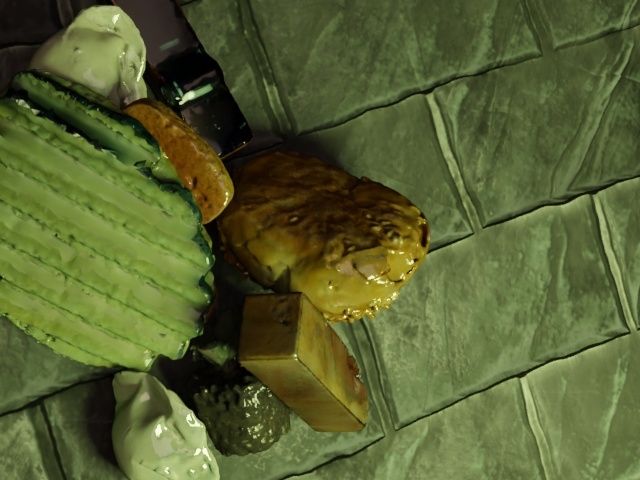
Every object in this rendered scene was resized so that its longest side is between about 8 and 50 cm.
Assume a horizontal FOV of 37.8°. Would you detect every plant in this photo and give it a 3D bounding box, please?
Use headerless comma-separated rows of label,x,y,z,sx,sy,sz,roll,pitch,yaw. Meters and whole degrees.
plant,-0.120,0.199,1.336,0.131,0.142,0.203,-40,126,-49

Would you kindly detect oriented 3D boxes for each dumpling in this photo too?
dumpling,-0.325,-0.203,1.285,0.162,0.132,0.250,29,91,-24
dumpling,-0.212,0.280,1.306,0.124,0.151,0.229,-39,108,-52

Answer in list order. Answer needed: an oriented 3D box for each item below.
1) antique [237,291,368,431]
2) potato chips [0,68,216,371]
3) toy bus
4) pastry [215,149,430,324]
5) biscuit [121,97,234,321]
antique,-0.015,0.179,1.299,0.087,0.310,0.093,-5,60,20
potato chips,-0.326,-0.010,1.239,0.429,0.070,0.358,30,108,-6
toy bus,-0.237,-0.300,1.343,0.093,0.092,0.409,-33,99,-20
pastry,0.000,0.000,1.336,0.255,0.310,0.162,-40,147,-45
biscuit,-0.214,-0.030,1.278,0.262,0.052,0.277,38,118,2
